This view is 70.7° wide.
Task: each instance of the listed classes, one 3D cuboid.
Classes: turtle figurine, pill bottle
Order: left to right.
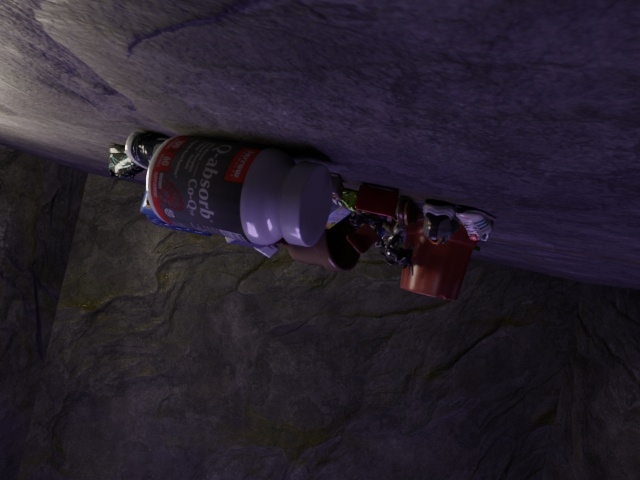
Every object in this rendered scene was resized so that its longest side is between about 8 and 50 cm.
[{"bbox_3d":[-0.171,-0.106,0.980,0.363,0.210,0.210,12,179,21],"label":"pill bottle"},{"bbox_3d":[0.190,-0.070,1.654,0.217,0.087,0.269,11,-177,28],"label":"turtle figurine"}]

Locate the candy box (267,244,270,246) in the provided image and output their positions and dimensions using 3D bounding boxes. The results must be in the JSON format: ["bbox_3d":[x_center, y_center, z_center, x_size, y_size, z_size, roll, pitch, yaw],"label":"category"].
[{"bbox_3d":[-0.193,-0.088,1.693,0.159,0.233,0.071,13,-148,-55],"label":"candy box"}]

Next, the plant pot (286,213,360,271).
[{"bbox_3d":[0.000,0.000,1.741,0.229,0.263,0.263,-10,166,36],"label":"plant pot"}]

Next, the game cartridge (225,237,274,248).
[{"bbox_3d":[-0.121,-0.067,1.519,0.355,0.068,0.230,-25,169,18],"label":"game cartridge"}]

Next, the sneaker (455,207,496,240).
[{"bbox_3d":[0.413,-0.039,1.204,0.161,0.075,0.057,13,179,-43],"label":"sneaker"}]

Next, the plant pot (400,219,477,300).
[{"bbox_3d":[0.408,0.063,1.590,0.273,0.265,0.272,12,179,0],"label":"plant pot"}]

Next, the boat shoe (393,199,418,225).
[{"bbox_3d":[0.235,-0.079,1.305,0.073,0.073,0.207,10,178,18],"label":"boat shoe"}]

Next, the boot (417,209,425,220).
[{"bbox_3d":[0.300,-0.082,1.448,0.118,0.042,0.087,15,-174,40],"label":"boot"}]

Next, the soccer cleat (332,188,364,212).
[{"bbox_3d":[0.063,-0.129,1.341,0.179,0.060,0.072,19,-172,-5],"label":"soccer cleat"}]

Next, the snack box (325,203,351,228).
[{"bbox_3d":[0.045,-0.090,1.493,0.141,0.037,0.100,-36,161,27],"label":"snack box"}]

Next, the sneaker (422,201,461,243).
[{"bbox_3d":[0.337,-0.040,1.283,0.100,0.108,0.271,10,179,24],"label":"sneaker"}]

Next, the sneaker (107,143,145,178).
[{"bbox_3d":[-0.596,-0.246,1.451,0.267,0.106,0.101,10,176,38],"label":"sneaker"}]

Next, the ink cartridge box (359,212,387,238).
[{"bbox_3d":[0.184,-0.067,1.883,0.046,0.097,0.207,15,178,-38],"label":"ink cartridge box"}]

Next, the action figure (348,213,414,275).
[{"bbox_3d":[0.228,-0.014,1.475,0.276,0.141,0.164,44,180,0],"label":"action figure"}]

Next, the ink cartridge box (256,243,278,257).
[{"bbox_3d":[-0.344,-0.109,1.903,0.330,0.071,0.324,38,-166,-37],"label":"ink cartridge box"}]

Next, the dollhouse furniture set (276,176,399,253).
[{"bbox_3d":[-0.005,-0.070,1.149,0.374,0.201,0.152,13,179,10],"label":"dollhouse furniture set"}]

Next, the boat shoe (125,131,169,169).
[{"bbox_3d":[-0.371,-0.196,1.202,0.091,0.114,0.302,19,-177,28],"label":"boat shoe"}]

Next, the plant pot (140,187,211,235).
[{"bbox_3d":[-0.487,-0.159,1.590,0.236,0.235,0.212,13,174,1],"label":"plant pot"}]

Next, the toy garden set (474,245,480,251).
[{"bbox_3d":[0.576,-0.004,2.075,0.204,0.049,0.244,11,-179,-37],"label":"toy garden set"}]
